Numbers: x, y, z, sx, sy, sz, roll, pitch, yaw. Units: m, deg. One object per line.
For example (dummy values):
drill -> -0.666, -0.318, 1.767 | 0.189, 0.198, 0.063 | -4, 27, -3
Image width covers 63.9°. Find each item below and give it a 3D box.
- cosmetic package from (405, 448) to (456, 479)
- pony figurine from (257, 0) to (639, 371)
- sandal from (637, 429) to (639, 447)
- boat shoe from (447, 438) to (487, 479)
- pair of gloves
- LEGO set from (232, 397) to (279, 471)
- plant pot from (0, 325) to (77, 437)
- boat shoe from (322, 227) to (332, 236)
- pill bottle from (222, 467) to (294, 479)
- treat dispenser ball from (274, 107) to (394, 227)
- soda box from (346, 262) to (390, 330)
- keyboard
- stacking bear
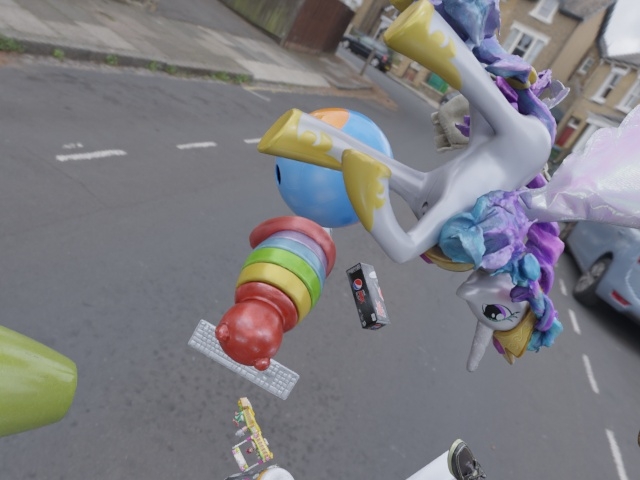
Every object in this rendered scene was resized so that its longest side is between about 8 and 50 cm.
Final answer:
cosmetic package -> 0.360, 0.916, 1.790 | 0.097, 0.377, 0.284 | 49, -16, 45
pony figurine -> 0.178, -0.078, 0.505 | 0.363, 0.351, 0.303 | 42, -4, -24
sandal -> 0.830, 0.440, 1.199 | 0.049, 0.180, 0.072 | -92, 159, -81
boat shoe -> 0.258, 0.399, 0.871 | 0.056, 0.152, 0.049 | -39, 30, -26
pair of gloves -> 0.300, -0.150, 0.920 | 0.042, 0.240, 0.204 | -33, 18, -37
LEGO set -> -0.246, 0.657, 1.706 | 0.287, 0.107, 0.132 | 56, -11, 31
plant pot -> -0.672, 0.292, 1.047 | 0.293, 0.275, 0.275 | 24, 21, -42
boat shoe -> -0.001, -0.001, 1.647 | 0.079, 0.081, 0.227 | 23, -18, -1
pill bottle -> -0.214, 0.780, 1.538 | 0.162, 0.278, 0.162 | 32, 45, -39
treat dispenser ball -> 0.033, -0.173, 1.240 | 0.288, 0.288, 0.288 | 26, 22, -11
soda box -> 0.123, 0.145, 1.332 | 0.060, 0.053, 0.169 | 17, 49, -44
keyboard -> -0.174, 0.270, 1.158 | 0.256, 0.072, 0.014 | 30, 9, -1
stacking bear -> -0.087, 0.099, 0.921 | 0.175, 0.164, 0.289 | 44, 41, -14
